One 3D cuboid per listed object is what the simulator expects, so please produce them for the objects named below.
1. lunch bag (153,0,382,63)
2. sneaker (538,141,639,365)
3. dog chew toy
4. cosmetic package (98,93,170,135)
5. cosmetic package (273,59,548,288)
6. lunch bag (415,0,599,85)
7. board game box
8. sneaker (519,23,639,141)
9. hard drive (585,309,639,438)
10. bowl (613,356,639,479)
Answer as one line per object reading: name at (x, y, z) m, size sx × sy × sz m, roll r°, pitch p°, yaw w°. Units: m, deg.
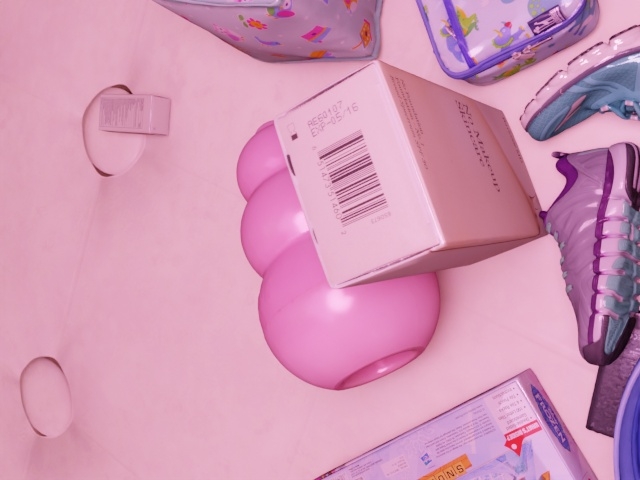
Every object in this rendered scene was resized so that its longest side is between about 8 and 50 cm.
lunch bag at (-0.081, -0.307, 0.822) m, size 0.262 × 0.223 × 0.160 m, roll 11°, pitch 92°, yaw 33°
sneaker at (0.268, 0.012, 0.699) m, size 0.098 × 0.083 × 0.223 m, roll 2°, pitch 75°, yaw 43°
dog chew toy at (0.000, 0.000, 0.805) m, size 0.207 × 0.207 × 0.331 m, roll -37°, pitch 66°, yaw 28°
cosmetic package at (-0.287, -0.194, 1.064) m, size 0.115 × 0.041 × 0.060 m, roll 10°, pitch 97°, yaw 31°
cosmetic package at (0.106, -0.054, 0.665) m, size 0.113 × 0.309 × 0.160 m, roll -24°, pitch 80°, yaw 31°
lunch bag at (0.182, -0.287, 0.738) m, size 0.176 × 0.090 × 0.218 m, roll -21°, pitch 80°, yaw 34°
board game box at (0.180, 0.357, 0.777) m, size 0.319 × 0.066 × 0.318 m, roll -36°, pitch 73°, yaw 28°
sneaker at (0.319, -0.151, 0.645) m, size 0.275 × 0.107 × 0.109 m, roll -23°, pitch 88°, yaw 36°
hard drive at (0.331, 0.142, 0.699) m, size 0.094 × 0.022 × 0.135 m, roll 14°, pitch 99°, yaw 31°
bowl at (0.456, 0.199, 0.575) m, size 0.391 × 0.077 × 0.390 m, roll 3°, pitch 95°, yaw 28°
